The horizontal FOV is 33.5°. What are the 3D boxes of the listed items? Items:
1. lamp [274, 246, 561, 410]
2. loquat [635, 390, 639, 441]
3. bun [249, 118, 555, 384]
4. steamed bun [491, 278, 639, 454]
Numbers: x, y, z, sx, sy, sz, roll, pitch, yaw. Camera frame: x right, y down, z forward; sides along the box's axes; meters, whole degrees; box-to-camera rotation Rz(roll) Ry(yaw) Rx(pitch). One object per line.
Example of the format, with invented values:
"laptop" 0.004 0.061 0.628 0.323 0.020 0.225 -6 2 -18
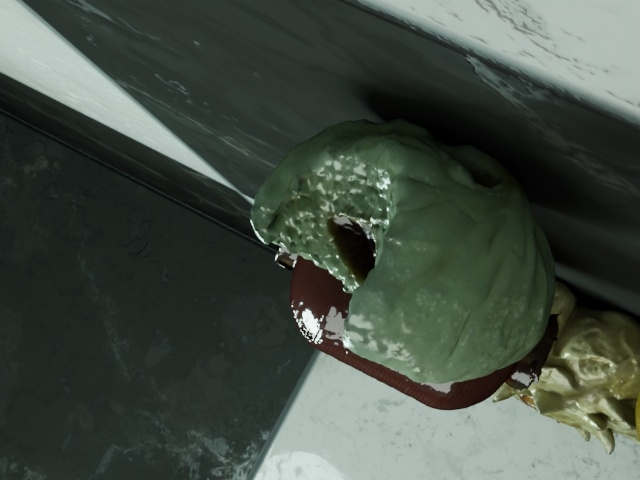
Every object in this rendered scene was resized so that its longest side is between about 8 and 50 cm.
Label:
"lamp" 0.080 0.037 0.916 0.258 0.180 0.180 29 176 3
"loquat" 0.314 0.138 0.797 0.163 0.137 0.163 39 -170 -8
"bun" 0.061 -0.009 0.694 0.213 0.126 0.204 33 -157 14
"steamed bun" 0.269 0.140 1.128 0.292 0.137 0.295 22 172 27
